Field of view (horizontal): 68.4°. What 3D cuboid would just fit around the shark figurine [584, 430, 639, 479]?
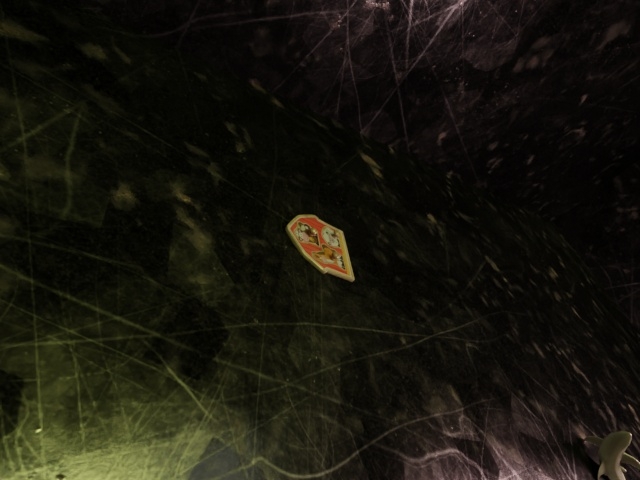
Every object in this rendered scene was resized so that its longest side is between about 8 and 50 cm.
[{"bbox_3d":[0.842,0.674,1.342,0.116,0.166,0.278,-27,92,-32],"label":"shark figurine"}]

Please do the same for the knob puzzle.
[{"bbox_3d":[0.000,0.000,1.156,0.213,0.030,0.213,30,35,-24],"label":"knob puzzle"}]
